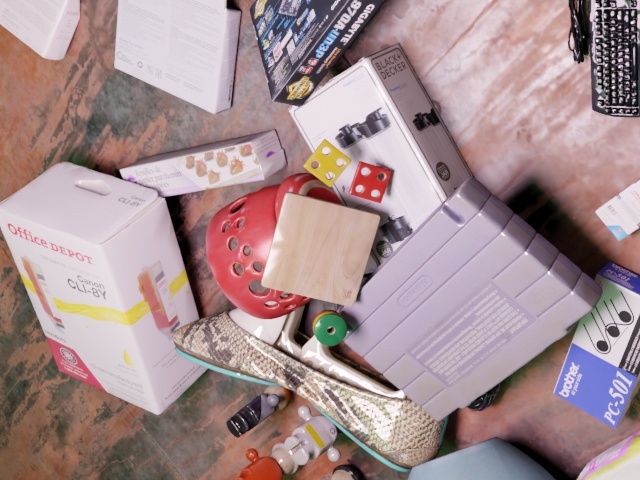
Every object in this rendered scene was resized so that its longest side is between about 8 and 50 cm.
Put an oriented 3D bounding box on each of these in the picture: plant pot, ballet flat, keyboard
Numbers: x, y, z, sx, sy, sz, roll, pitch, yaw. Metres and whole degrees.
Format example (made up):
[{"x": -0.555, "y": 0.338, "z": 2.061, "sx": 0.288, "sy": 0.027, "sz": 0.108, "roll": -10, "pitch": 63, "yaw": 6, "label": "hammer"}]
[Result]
[{"x": 0.227, "y": 0.397, "z": 1.459, "sx": 0.290, "sy": 0.290, "sz": 0.195, "roll": -34, "pitch": 71, "yaw": 44, "label": "plant pot"}, {"x": -0.008, "y": 0.185, "z": 1.623, "sx": 0.482, "sy": 0.164, "sz": 0.182, "roll": 25, "pitch": 105, "yaw": 20, "label": "ballet flat"}, {"x": -0.047, "y": 0.000, "z": 1.513, "sx": 0.174, "sy": 0.191, "sz": 0.191, "roll": -31, "pitch": 91, "yaw": 36, "label": "plant pot"}, {"x": 0.330, "y": -0.234, "z": 1.183, "sx": 0.100, "sy": 0.038, "sz": 0.192, "roll": 9, "pitch": 117, "yaw": 36, "label": "keyboard"}]

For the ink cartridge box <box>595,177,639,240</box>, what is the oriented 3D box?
[{"x": 0.385, "y": -0.043, "z": 1.244, "sx": 0.048, "sy": 0.028, "sz": 0.083, "roll": 52, "pitch": 134, "yaw": 5, "label": "ink cartridge box"}]

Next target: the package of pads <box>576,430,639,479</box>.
[{"x": 0.488, "y": 0.333, "z": 1.311, "sx": 0.229, "sy": 0.101, "sz": 0.296, "roll": 49, "pitch": 133, "yaw": 6, "label": "package of pads"}]

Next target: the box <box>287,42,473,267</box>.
[{"x": 0.100, "y": -0.103, "z": 1.404, "sx": 0.169, "sy": 0.087, "sz": 0.290, "roll": -29, "pitch": 94, "yaw": 44, "label": "box"}]

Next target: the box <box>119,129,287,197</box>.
[{"x": -0.196, "y": -0.118, "z": 1.654, "sx": 0.324, "sy": 0.067, "sz": 0.063, "roll": -7, "pitch": 109, "yaw": 40, "label": "box"}]

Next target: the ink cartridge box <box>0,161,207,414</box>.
[{"x": -0.378, "y": 0.084, "z": 1.797, "sx": 0.279, "sy": 0.160, "sz": 0.385, "roll": 17, "pitch": 133, "yaw": 33, "label": "ink cartridge box"}]

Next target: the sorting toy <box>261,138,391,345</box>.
[{"x": 0.000, "y": 0.000, "z": 1.379, "sx": 0.132, "sy": 0.046, "sz": 0.274, "roll": 13, "pitch": 103, "yaw": -11, "label": "sorting toy"}]

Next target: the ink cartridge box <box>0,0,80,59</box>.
[{"x": -0.474, "y": -0.450, "z": 1.730, "sx": 0.181, "sy": 0.056, "sz": 0.225, "roll": 38, "pitch": 113, "yaw": 18, "label": "ink cartridge box"}]

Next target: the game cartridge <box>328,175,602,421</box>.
[{"x": 0.182, "y": 0.092, "z": 1.361, "sx": 0.230, "sy": 0.068, "sz": 0.355, "roll": 38, "pitch": 137, "yaw": -4, "label": "game cartridge"}]

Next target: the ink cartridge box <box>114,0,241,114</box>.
[{"x": -0.223, "y": -0.337, "z": 1.572, "sx": 0.223, "sy": 0.045, "sz": 0.224, "roll": 28, "pitch": 126, "yaw": 25, "label": "ink cartridge box"}]

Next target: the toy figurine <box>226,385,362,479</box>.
[{"x": -0.041, "y": 0.356, "z": 1.727, "sx": 0.213, "sy": 0.148, "sz": 0.210, "roll": 12, "pitch": 117, "yaw": 37, "label": "toy figurine"}]

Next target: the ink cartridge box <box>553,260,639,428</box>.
[{"x": 0.383, "y": 0.138, "z": 1.330, "sx": 0.097, "sy": 0.046, "sz": 0.207, "roll": 29, "pitch": 128, "yaw": 26, "label": "ink cartridge box"}]

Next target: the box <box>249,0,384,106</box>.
[{"x": -0.012, "y": -0.313, "z": 1.352, "sx": 0.220, "sy": 0.051, "sz": 0.175, "roll": -48, "pitch": 47, "yaw": 43, "label": "box"}]

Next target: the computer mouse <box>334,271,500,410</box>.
[{"x": 0.154, "y": 0.124, "z": 1.501, "sx": 0.272, "sy": 0.072, "sz": 0.188, "roll": 22, "pitch": 123, "yaw": 14, "label": "computer mouse"}]
